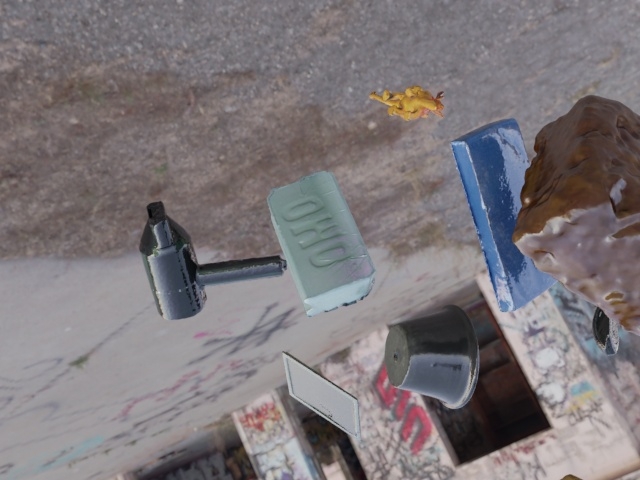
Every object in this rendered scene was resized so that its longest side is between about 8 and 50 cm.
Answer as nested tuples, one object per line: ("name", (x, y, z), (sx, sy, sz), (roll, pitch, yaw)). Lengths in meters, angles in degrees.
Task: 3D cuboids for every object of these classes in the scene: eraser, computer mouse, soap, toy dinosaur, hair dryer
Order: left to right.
("hair dryer", (-0.228, 0.029, 1.528), (0.303, 0.244, 0.116), (-8, -148, 0))
("soap", (0.000, 0.000, 1.383), (0.150, 0.261, 0.094), (-17, 153, -10))
("toy dinosaur", (0.194, -0.280, 1.472), (0.117, 0.070, 0.288), (4, -169, -20))
("eraser", (0.322, -0.045, 1.225), (0.144, 0.311, 0.043), (-26, -167, -33))
("computer mouse", (0.621, 0.186, 1.570), (0.047, 0.134, 0.079), (-7, 159, 34))

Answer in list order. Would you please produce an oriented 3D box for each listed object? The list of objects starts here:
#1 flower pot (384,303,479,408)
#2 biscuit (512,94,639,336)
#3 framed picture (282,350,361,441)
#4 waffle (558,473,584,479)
("flower pot", (0.233, 0.258, 1.599), (0.148, 0.235, 0.235), (3, 160, -16))
("biscuit", (0.483, -0.016, 1.033), (0.166, 0.395, 0.342), (-52, -174, 39))
("framed picture", (0.006, 0.439, 2.019), (0.016, 0.273, 0.216), (-41, 144, -32))
("waffle", (0.519, 0.486, 1.025), (0.077, 0.304, 0.348), (-52, -145, -12))
